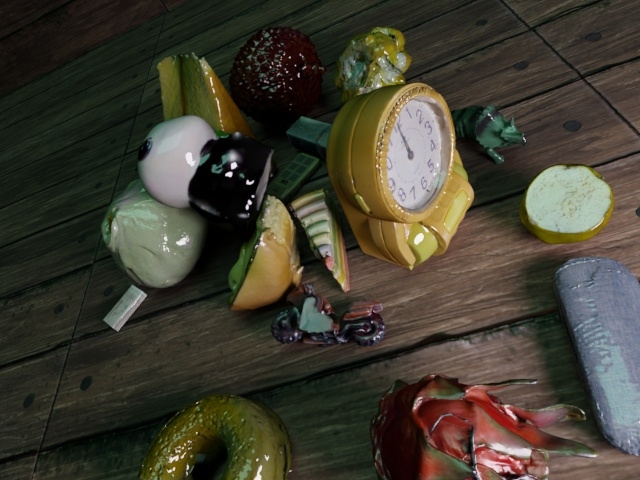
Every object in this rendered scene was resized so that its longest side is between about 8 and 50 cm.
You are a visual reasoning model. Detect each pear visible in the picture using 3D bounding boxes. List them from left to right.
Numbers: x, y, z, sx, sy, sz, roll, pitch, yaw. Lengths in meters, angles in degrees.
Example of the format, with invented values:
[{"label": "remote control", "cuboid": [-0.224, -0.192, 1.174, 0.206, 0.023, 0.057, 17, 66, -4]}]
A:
[{"label": "pear", "cuboid": [0.414, -0.056, 0.702, 0.141, 0.104, 0.141, -10, 72, 34]}]

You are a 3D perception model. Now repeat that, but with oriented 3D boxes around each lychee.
[{"label": "lychee", "cuboid": [-0.114, -0.453, 1.155, 0.300, 0.264, 0.264, -2, 54, 30]}]

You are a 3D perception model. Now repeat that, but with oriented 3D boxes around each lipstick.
[{"label": "lipstick", "cuboid": [0.040, -0.237, 1.036, 0.290, 0.077, 0.076, 28, 70, 37]}]

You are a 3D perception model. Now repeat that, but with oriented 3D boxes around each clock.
[{"label": "clock", "cuboid": [0.136, -0.121, 0.745, 0.200, 0.317, 0.244, 13, 62, 40]}]

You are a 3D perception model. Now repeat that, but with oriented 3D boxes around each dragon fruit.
[{"label": "dragon fruit", "cuboid": [0.176, 0.260, 0.505, 0.274, 0.193, 0.192, -12, 92, 45]}]

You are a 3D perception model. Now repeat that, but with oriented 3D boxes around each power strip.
[{"label": "power strip", "cuboid": [-0.075, -0.157, 1.065, 0.076, 0.028, 0.169, 28, 71, 37]}]

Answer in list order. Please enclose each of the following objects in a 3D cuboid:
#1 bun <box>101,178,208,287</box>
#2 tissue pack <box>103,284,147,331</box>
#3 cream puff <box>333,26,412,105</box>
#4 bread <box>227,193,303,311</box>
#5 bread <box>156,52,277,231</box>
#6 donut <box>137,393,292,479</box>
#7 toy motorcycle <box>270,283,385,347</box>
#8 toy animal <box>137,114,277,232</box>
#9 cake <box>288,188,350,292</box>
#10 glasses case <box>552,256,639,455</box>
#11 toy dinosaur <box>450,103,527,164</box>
[{"label": "bun", "cuboid": [-0.417, -0.036, 0.991, 0.293, 0.187, 0.293, -9, 71, 26]}, {"label": "tissue pack", "cuboid": [-0.479, 0.164, 1.019, 0.056, 0.023, 0.108, 21, 67, 36]}, {"label": "cream puff", "cuboid": [0.139, -0.436, 1.072, 0.195, 0.221, 0.194, 16, 46, -17]}, {"label": "bread", "cuboid": [-0.101, 0.047, 0.858, 0.174, 0.133, 0.251, -92, 26, -44]}, {"label": "bread", "cuboid": [-0.308, -0.244, 1.024, 0.233, 0.361, 0.245, 16, 62, 34]}, {"label": "donut", "cuboid": [-0.180, 0.372, 0.663, 0.272, 0.107, 0.272, -13, 49, 15]}, {"label": "toy motorcycle", "cuboid": [0.014, 0.134, 0.765, 0.212, 0.084, 0.118, -1, 53, 16]}, {"label": "toy animal", "cuboid": [-0.237, -0.151, 0.878, 0.267, 0.212, 0.212, 23, 63, 0]}, {"label": "cake", "cuboid": [0.019, -0.011, 0.853, 0.090, 0.109, 0.225, -30, 47, 2]}, {"label": "glasses case", "cuboid": [0.408, 0.144, 0.574, 0.109, 0.067, 0.282, -9, 50, 16]}, {"label": "toy dinosaur", "cuboid": [0.335, -0.241, 0.905, 0.079, 0.120, 0.292, -48, 25, 1]}]
